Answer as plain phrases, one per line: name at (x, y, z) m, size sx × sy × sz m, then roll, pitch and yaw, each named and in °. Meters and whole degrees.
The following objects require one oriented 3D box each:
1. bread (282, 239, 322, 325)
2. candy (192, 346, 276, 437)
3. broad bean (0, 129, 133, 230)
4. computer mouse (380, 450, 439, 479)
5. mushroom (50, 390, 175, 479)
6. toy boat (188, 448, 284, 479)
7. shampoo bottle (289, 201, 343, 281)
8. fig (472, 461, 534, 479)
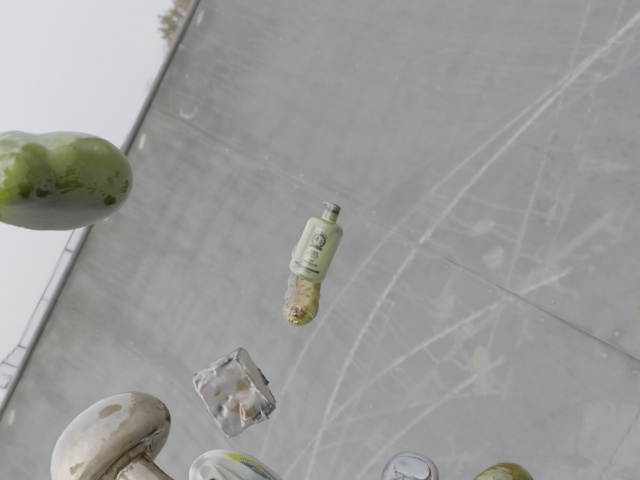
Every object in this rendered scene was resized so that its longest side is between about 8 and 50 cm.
bread at (-0.043, 0.112, 1.477) m, size 0.087 × 0.098 × 0.269 m, roll 80°, pitch -168°, yaw -45°
candy at (-0.196, 0.356, 1.290) m, size 0.137 × 0.184 × 0.195 m, roll -34°, pitch -3°, yaw -7°
broad bean at (-0.450, -0.098, 0.934) m, size 0.238 × 0.119 × 0.291 m, roll -30°, pitch -17°, yaw 9°
computer mouse at (0.093, 0.266, 0.610) m, size 0.065 × 0.040 × 0.096 m, roll -66°, pitch 5°, yaw -21°
mushroom at (-0.320, 0.366, 0.909) m, size 0.207 × 0.215 × 0.207 m, roll -44°, pitch -23°, yaw -25°
toy boat at (-0.130, 0.488, 1.008) m, size 0.141 × 0.269 × 0.140 m, roll -21°, pitch 42°, yaw 21°
shampoo bottle at (0.000, 0.000, 1.124) m, size 0.079 × 0.079 × 0.161 m, roll -127°, pitch 59°, yaw -73°
fig at (0.403, 0.619, 1.377) m, size 0.260 × 0.151 × 0.151 m, roll -1°, pitch 57°, yaw 29°
